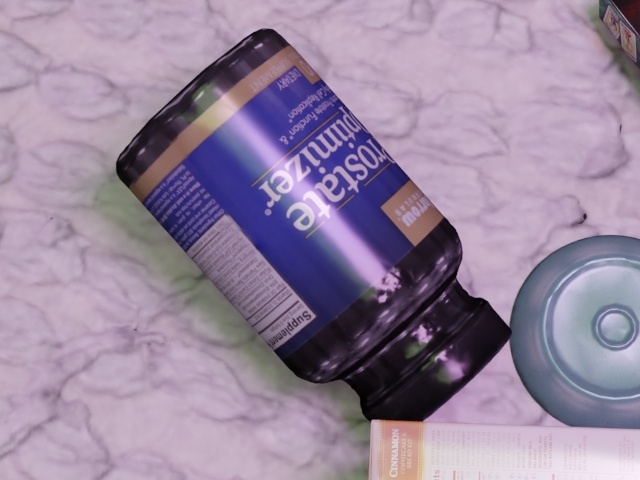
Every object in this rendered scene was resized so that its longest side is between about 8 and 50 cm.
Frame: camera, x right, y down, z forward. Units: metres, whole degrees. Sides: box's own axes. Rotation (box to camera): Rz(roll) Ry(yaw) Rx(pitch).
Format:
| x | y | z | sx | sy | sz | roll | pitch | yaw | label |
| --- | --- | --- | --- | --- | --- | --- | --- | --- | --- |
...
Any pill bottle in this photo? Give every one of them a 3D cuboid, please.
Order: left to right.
| x | y | z | sx | sy | sz | roll | pitch | yaw | label |
| --- | --- | --- | --- | --- | --- | --- | --- | --- | --- |
| 0.000 | 0.000 | 1.068 | 0.123 | 0.123 | 0.219 | -42 | 91 | -7 | pill bottle |

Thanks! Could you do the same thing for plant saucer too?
| x | y | z | sx | sy | sz | roll | pitch | yaw | label |
| --- | --- | --- | --- | --- | --- | --- | --- | --- | --- |
| 0.169 | 0.052 | 1.105 | 0.119 | 0.021 | 0.119 | -1 | 76 | 3 | plant saucer |

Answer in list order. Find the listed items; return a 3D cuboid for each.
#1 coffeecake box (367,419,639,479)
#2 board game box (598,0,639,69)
| x | y | z | sx | sy | sz | roll | pitch | yaw | label |
| --- | --- | --- | --- | --- | --- | --- | --- | --- | --- |
| 0.120 | 0.141 | 1.023 | 0.186 | 0.142 | 0.068 | 2 | 76 | 4 | coffeecake box |
| 0.281 | -0.073 | 1.081 | 0.136 | 0.030 | 0.259 | -23 | 59 | -13 | board game box |
